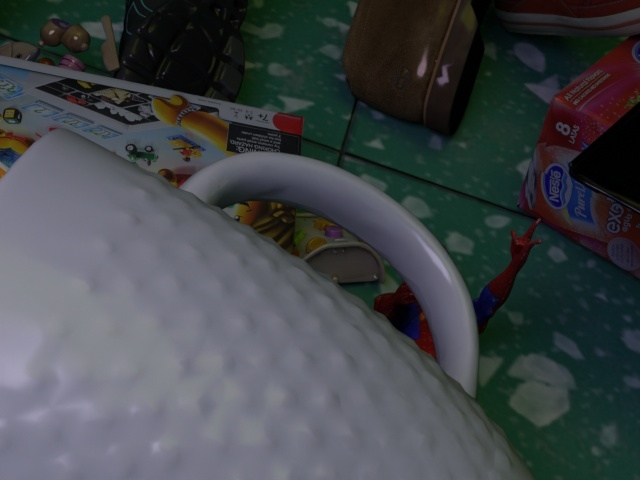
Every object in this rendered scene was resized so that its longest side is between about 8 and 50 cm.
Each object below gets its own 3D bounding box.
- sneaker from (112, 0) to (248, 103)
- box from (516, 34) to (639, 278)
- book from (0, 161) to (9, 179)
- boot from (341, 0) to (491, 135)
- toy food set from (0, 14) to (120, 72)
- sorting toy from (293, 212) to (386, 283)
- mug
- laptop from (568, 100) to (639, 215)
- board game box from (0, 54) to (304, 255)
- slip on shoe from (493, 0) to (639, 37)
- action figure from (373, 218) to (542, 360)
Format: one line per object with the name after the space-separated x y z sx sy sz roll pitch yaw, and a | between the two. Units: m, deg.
-0.113 -0.171 1.165 0.101 0.106 0.267 36 58 -26 | sneaker
0.293 -0.095 1.209 0.128 0.123 0.257 32 44 23 | box
-0.225 -0.005 0.918 0.144 0.035 0.096 39 61 7 | book
0.106 -0.249 1.233 0.115 0.112 0.305 17 78 15 | boot
-0.214 -0.133 1.088 0.122 0.019 0.078 -21 56 9 | toy food set
0.000 0.000 1.080 0.083 0.045 0.075 -4 30 -24 | sorting toy
-0.040 0.104 0.780 0.328 0.276 0.374 29 52 -3 | mug
0.427 0.046 1.099 0.236 0.408 0.382 0 27 43 | laptop
-0.168 -0.026 0.998 0.305 0.053 0.193 10 58 -11 | board game box
0.259 -0.238 1.228 0.123 0.101 0.331 -27 20 -25 | slip on shoe
0.085 0.082 0.963 0.091 0.139 0.280 14 42 -9 | action figure
